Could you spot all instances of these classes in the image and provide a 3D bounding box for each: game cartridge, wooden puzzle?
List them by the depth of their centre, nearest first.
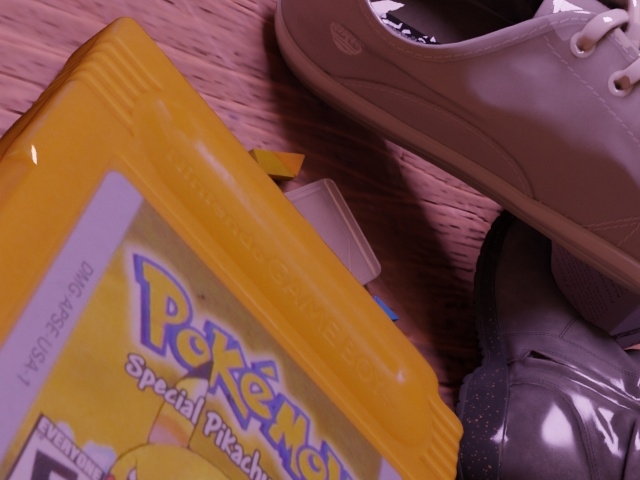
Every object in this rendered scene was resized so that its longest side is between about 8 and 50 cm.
[{"bbox_3d":[-0.046,0.087,0.480,0.285,0.052,0.324,49,32,-21],"label":"game cartridge"},{"bbox_3d":[0.000,0.000,0.674,0.078,0.014,0.116,-14,76,-56],"label":"wooden puzzle"}]

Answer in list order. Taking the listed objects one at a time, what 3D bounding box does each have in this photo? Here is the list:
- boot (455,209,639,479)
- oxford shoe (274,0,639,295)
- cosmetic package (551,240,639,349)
[{"bbox_3d":[0.171,0.075,0.713,0.246,0.161,0.083,-74,158,-48],"label":"boot"},{"bbox_3d":[0.182,-0.079,0.702,0.449,0.130,0.169,27,53,5],"label":"oxford shoe"},{"bbox_3d":[0.245,-0.021,0.862,0.184,0.151,0.151,97,-25,-70],"label":"cosmetic package"}]
